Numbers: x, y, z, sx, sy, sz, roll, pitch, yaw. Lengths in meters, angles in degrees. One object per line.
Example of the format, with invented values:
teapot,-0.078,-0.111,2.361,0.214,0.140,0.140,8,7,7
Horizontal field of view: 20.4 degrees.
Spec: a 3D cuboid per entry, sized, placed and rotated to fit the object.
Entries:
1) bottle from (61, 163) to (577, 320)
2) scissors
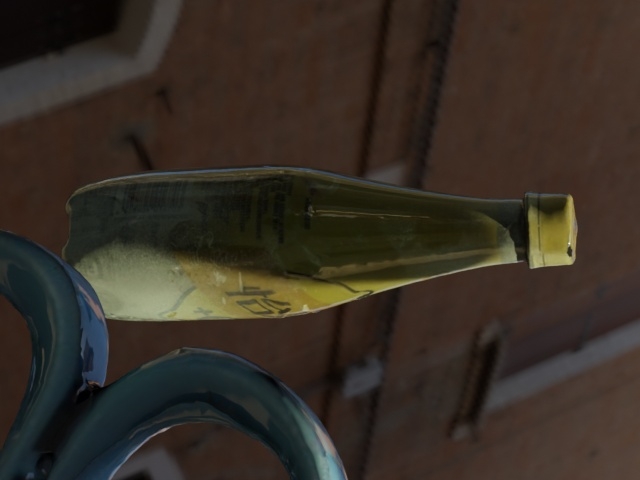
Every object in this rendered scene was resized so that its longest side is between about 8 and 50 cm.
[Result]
bottle,0.000,0.000,0.940,0.083,0.270,0.083,-1,90,-80
scissors,-0.096,0.122,0.326,0.125,0.256,0.030,26,-8,27
